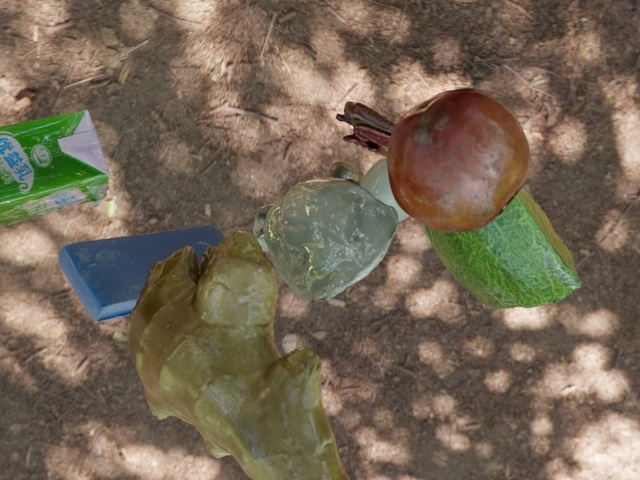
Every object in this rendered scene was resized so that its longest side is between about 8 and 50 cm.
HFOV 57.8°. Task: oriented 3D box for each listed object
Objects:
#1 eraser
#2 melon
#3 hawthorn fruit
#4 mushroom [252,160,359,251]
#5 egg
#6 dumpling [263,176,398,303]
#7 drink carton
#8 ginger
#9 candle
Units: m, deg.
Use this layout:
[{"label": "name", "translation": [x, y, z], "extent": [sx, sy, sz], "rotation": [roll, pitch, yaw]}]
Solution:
[{"label": "eraser", "translation": [-0.269, 0.045, 0.996], "extent": [0.312, 0.144, 0.043], "rotation": [-10, 141, -48]}, {"label": "melon", "translation": [0.232, -0.051, 0.853], "extent": [0.124, 0.196, 0.323], "rotation": [-43, 105, -33]}, {"label": "hawthorn fruit", "translation": [0.157, -0.096, 0.688], "extent": [0.172, 0.173, 0.173], "rotation": [-2, 114, -5]}, {"label": "mushroom", "translation": [-0.036, -0.066, 1.212], "extent": [0.278, 0.099, 0.096], "rotation": [-33, 88, -5]}, {"label": "egg", "translation": [0.179, -0.129, 1.397], "extent": [0.151, 0.151, 0.209], "rotation": [28, 130, -17]}, {"label": "dumpling", "translation": [0.005, 0.001, 1.042], "extent": [0.175, 0.243, 0.227], "rotation": [15, 84, -18]}, {"label": "drink carton", "translation": [-0.441, -0.081, 0.803], "extent": [0.271, 0.161, 0.108], "rotation": [-19, 90, -24]}, {"label": "ginger", "translation": [-0.079, 0.127, 0.645], "extent": [0.236, 0.375, 0.166], "rotation": [-63, 152, -10]}, {"label": "candle", "translation": [0.166, -0.186, 1.138], "extent": [0.301, 0.059, 0.084], "rotation": [21, 145, -16]}]
